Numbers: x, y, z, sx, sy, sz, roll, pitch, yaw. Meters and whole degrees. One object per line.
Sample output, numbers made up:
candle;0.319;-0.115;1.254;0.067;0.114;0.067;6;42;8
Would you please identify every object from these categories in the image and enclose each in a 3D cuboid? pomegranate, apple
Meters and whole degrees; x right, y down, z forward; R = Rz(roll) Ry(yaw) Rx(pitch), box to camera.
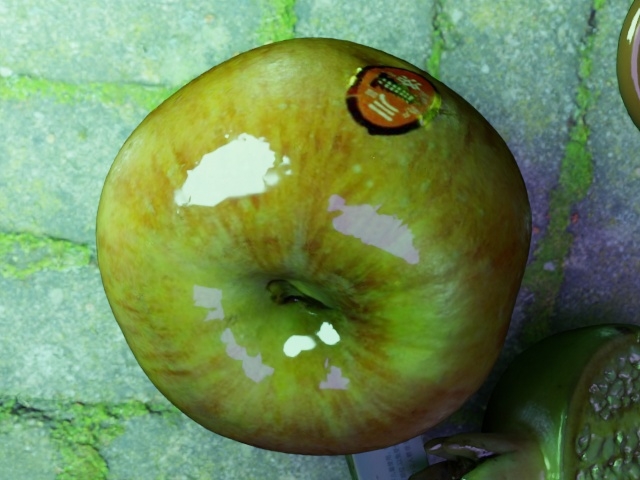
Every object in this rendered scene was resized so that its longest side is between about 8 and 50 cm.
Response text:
pomegranate;0.247;0.242;1.471;0.358;0.216;0.310;2;85;-25
apple;0.000;0.000;1.320;0.400;0.333;0.400;3;115;7

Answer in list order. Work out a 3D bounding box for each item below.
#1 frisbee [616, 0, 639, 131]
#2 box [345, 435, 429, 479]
frisbee;0.434;-0.197;1.485;0.250;0.021;0.251;-3;107;-9
box;0.085;0.288;1.515;0.079;0.135;0.269;-17;110;-4
